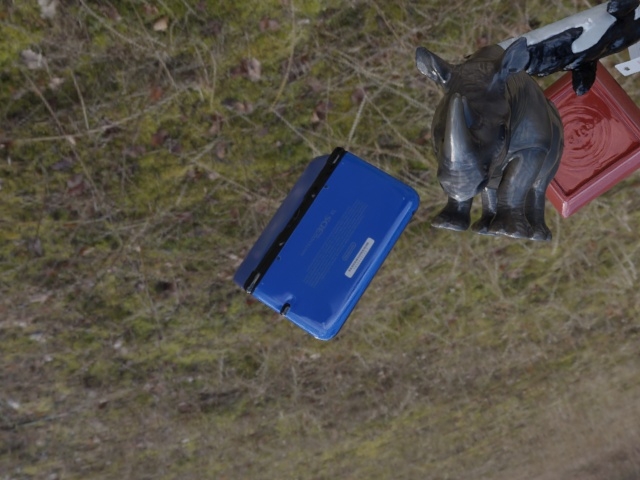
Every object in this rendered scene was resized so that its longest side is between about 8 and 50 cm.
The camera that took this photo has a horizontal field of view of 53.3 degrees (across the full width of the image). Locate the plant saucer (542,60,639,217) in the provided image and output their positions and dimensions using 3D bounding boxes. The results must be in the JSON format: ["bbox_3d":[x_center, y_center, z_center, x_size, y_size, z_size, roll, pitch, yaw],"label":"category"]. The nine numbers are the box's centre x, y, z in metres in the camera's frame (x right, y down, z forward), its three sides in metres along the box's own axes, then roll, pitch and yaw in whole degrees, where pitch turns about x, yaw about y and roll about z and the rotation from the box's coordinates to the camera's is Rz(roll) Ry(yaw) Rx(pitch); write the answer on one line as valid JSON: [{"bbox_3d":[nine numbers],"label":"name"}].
[{"bbox_3d":[0.554,-0.222,1.376,0.258,0.259,0.047,-39,169,24],"label":"plant saucer"}]

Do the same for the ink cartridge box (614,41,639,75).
[{"bbox_3d":[0.823,-0.474,1.565,0.181,0.062,0.104,-15,168,37],"label":"ink cartridge box"}]

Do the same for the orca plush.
[{"bbox_3d":[0.332,-0.237,0.819,0.287,0.102,0.151,-26,-170,-31],"label":"orca plush"}]

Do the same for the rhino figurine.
[{"bbox_3d":[0.101,-0.057,0.378,0.073,0.106,0.243,8,-178,24],"label":"rhino figurine"}]

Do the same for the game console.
[{"bbox_3d":[0.000,0.000,1.123,0.293,0.250,0.173,-57,166,-6],"label":"game console"}]
